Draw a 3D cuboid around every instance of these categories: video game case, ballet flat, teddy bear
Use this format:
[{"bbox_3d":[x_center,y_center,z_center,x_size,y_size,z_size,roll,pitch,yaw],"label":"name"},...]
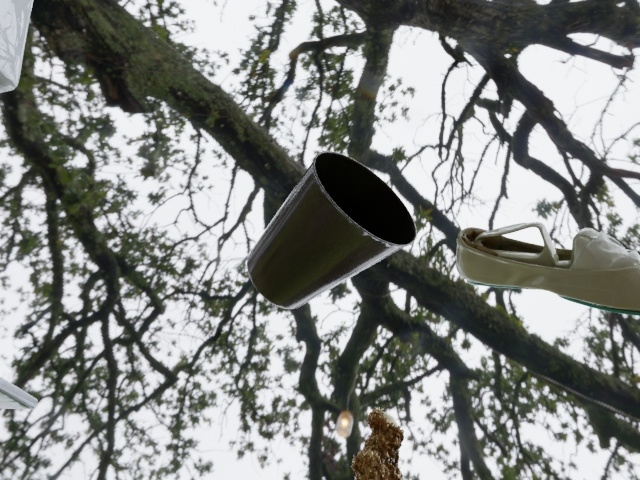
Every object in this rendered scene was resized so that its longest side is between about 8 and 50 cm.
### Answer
[{"bbox_3d":[-0.663,0.267,1.002,0.193,0.023,0.212,0,-33,5],"label":"video game case"},{"bbox_3d":[0.257,0.022,0.588,0.248,0.086,0.086,7,-66,42],"label":"ballet flat"},{"bbox_3d":[0.097,0.488,1.040,0.113,0.338,0.245,6,-32,6],"label":"teddy bear"}]

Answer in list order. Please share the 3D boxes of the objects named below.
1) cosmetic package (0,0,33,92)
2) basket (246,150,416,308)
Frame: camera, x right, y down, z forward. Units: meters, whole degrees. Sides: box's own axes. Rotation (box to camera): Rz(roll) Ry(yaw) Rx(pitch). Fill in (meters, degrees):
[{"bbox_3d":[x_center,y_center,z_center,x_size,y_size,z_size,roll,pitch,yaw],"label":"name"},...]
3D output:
[{"bbox_3d":[-0.420,-0.193,0.324,0.453,0.161,0.230,-6,-114,6],"label":"cosmetic package"},{"bbox_3d":[0.000,0.000,0.862,0.204,0.154,0.227,28,-51,-28],"label":"basket"}]
